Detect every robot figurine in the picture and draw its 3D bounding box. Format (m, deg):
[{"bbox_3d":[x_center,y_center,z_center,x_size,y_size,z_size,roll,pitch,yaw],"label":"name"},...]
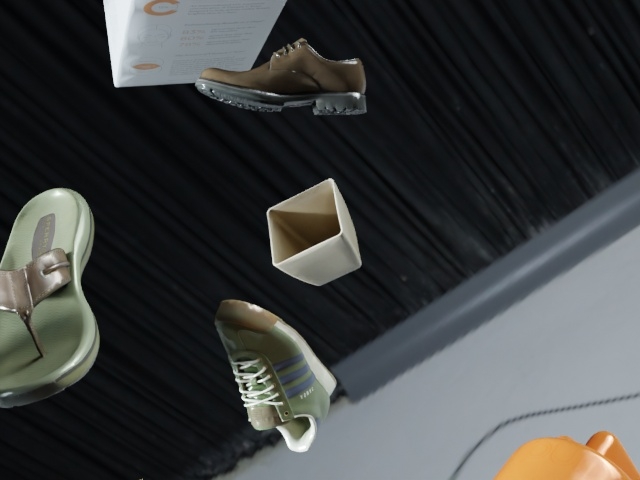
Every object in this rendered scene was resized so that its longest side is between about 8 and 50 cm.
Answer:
[{"bbox_3d":[0.166,0.239,0.768,0.158,0.128,0.219,22,44,31],"label":"robot figurine"}]

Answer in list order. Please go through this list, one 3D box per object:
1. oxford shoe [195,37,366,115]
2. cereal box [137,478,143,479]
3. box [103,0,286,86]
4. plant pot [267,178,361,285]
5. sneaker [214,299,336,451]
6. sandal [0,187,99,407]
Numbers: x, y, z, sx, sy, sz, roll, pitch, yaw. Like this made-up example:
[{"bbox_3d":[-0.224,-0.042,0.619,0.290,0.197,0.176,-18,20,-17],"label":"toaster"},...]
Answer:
[{"bbox_3d":[-0.052,-0.217,1.342,0.083,0.227,0.096,-174,85,-75],"label":"oxford shoe"},{"bbox_3d":[-0.280,0.319,1.035,0.240,0.173,0.047,-10,54,-4],"label":"cereal box"},{"bbox_3d":[-0.187,-0.361,1.450,0.345,0.214,0.168,142,120,-70],"label":"box"},{"bbox_3d":[0.000,0.000,1.423,0.109,0.096,0.109,-26,44,17],"label":"plant pot"},{"bbox_3d":[-0.045,0.138,0.975,0.064,0.192,0.086,-2,57,30],"label":"sneaker"},{"bbox_3d":[-0.286,0.042,0.991,0.120,0.086,0.303,-20,42,4],"label":"sandal"}]
